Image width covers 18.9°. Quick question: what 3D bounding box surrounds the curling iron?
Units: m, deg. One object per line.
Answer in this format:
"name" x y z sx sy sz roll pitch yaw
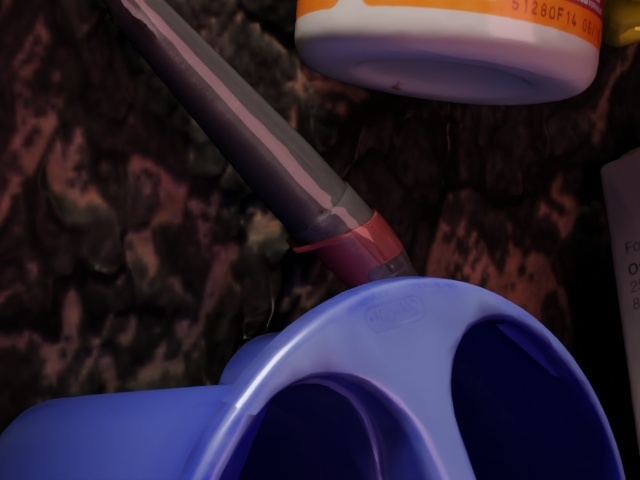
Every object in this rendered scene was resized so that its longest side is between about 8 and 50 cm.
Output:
"curling iron" 0.000 0.000 0.758 0.274 0.068 0.035 48 60 -28

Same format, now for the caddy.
"caddy" 0.014 0.182 0.687 0.241 0.179 0.341 -16 102 -44

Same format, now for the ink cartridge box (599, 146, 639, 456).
"ink cartridge box" 0.293 0.148 0.891 0.285 0.166 0.395 18 59 -45

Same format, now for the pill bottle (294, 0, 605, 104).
"pill bottle" 0.060 -0.172 0.763 0.121 0.121 0.221 12 83 -44

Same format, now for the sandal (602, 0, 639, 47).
"sandal" 0.191 -0.183 0.779 0.317 0.138 0.126 81 15 -70
